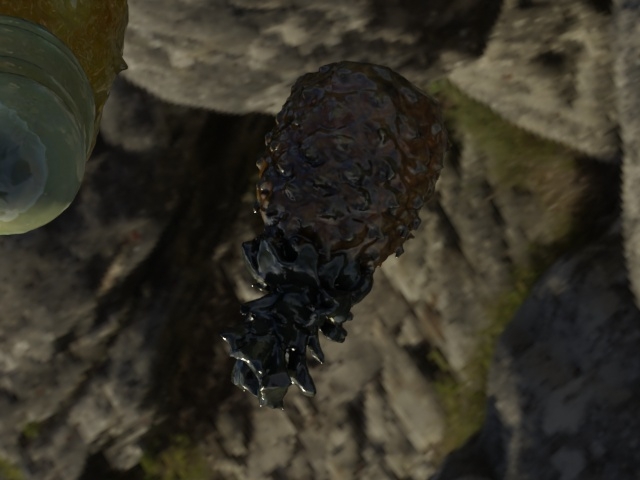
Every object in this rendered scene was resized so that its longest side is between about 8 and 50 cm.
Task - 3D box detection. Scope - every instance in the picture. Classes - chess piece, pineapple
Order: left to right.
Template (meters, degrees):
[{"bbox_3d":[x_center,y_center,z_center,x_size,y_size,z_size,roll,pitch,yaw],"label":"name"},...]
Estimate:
[{"bbox_3d":[-0.198,-0.063,1.033,0.133,0.243,0.133,-2,103,-10],"label":"chess piece"},{"bbox_3d":[0.000,0.000,0.940,0.108,0.108,0.197,16,77,29],"label":"pineapple"}]

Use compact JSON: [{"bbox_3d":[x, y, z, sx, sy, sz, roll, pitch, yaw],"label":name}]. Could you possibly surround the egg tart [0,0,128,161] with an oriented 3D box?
[{"bbox_3d":[-0.284,-0.200,1.408,0.169,0.388,0.387,-13,99,30],"label":"egg tart"}]
